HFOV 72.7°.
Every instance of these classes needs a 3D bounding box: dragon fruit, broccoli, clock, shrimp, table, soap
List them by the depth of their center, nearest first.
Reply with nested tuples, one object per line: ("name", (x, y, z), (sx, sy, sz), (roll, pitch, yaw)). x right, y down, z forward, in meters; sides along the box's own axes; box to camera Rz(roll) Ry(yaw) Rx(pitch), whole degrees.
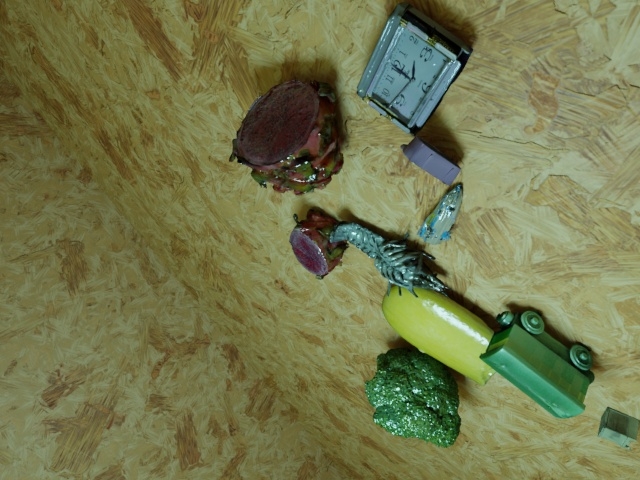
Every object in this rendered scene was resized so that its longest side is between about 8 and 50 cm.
("clock", (0.204, -0.381, 0.993), (0.186, 0.083, 0.253), (40, 144, 7))
("clock", (0.272, -0.205, 1.080), (0.153, 0.110, 0.050), (25, 116, -26))
("dragon fruit", (-0.059, -0.271, 1.242), (0.315, 0.295, 0.263), (7, 165, 36))
("table", (0.878, 0.555, 1.283), (0.083, 0.079, 0.062), (18, 136, 29))
("shrimp", (0.218, 0.057, 1.371), (0.411, 0.166, 0.221), (40, 127, 29))
("soap", (0.400, 0.297, 1.458), (0.428, 0.115, 0.306), (32, 148, 17))
("dragon fruit", (0.000, 0.000, 1.542), (0.211, 0.147, 0.282), (14, 133, 48))
("broccoli", (0.335, 0.554, 1.577), (0.413, 0.310, 0.321), (53, -173, 36))

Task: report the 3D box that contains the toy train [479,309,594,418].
("toy train", (0.612, 0.333, 1.217), (0.301, 0.202, 0.120), (38, 148, 7))

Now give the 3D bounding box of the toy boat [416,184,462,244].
("toy boat", (0.341, -0.068, 1.198), (0.085, 0.066, 0.210), (9, 132, -9))
